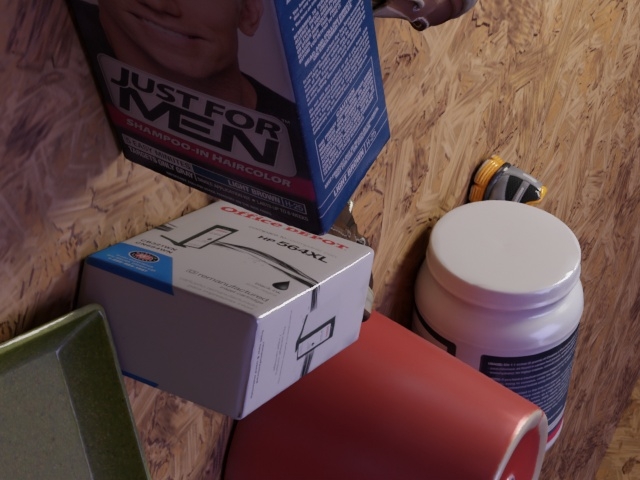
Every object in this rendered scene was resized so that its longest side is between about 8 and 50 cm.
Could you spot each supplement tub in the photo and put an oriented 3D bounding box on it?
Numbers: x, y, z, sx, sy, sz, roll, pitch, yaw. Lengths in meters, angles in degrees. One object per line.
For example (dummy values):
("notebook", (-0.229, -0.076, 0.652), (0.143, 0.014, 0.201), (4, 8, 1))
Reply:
("supplement tub", (0.197, 0.111, 1.957), (0.191, 0.191, 0.272), (-48, 151, -45))

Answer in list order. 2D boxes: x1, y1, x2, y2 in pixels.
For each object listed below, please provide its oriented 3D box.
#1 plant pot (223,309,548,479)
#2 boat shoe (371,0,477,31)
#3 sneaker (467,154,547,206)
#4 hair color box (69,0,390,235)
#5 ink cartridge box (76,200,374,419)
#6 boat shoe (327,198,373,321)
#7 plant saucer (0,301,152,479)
("plant pot", (0.075, 0.212, 1.675), (0.275, 0.243, 0.275), (-51, 152, -42))
("boat shoe", (0.055, -0.243, 1.425), (0.116, 0.123, 0.324), (-34, 165, 0))
("sneaker", (0.214, 0.005, 2.057), (0.084, 0.083, 0.214), (-46, 150, -50))
("hair color box", (-0.067, -0.163, 1.077), (0.105, 0.174, 0.347), (-57, 155, -27))
("ink cartridge box", (-0.070, 0.045, 1.297), (0.203, 0.148, 0.085), (-30, 134, -61))
("boat shoe", (-0.008, -0.001, 1.514), (0.257, 0.095, 0.095), (56, 42, -72))
("plant saucer", (-0.191, 0.155, 1.158), (0.188, 0.045, 0.188), (-27, 104, -62))
